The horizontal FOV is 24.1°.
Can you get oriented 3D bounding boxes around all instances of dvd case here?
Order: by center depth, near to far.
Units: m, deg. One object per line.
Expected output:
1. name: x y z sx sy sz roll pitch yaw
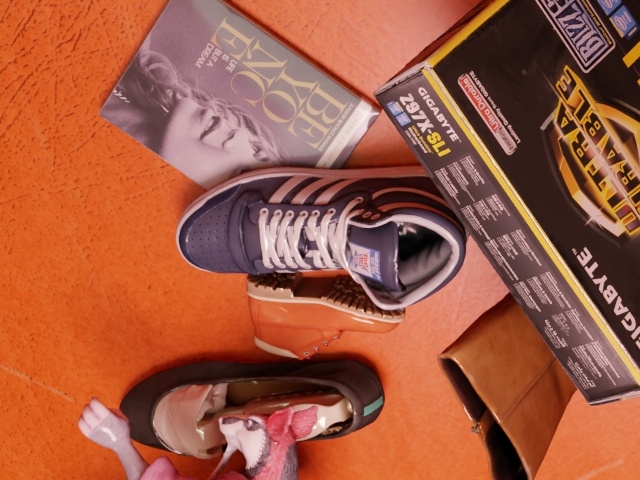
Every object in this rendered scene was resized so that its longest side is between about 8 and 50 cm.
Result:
1. dvd case: -0.078 -0.121 1.415 0.221 0.018 0.164 35 111 -3

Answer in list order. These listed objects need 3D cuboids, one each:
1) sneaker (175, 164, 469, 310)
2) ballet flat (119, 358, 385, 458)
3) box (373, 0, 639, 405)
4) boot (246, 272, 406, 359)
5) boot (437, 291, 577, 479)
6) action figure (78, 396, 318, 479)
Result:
1. sneaker: 0.000 0.000 1.355 0.282 0.153 0.099 -7 113 6
2. ballet flat: -0.078 0.165 1.473 0.280 0.096 0.095 -10 104 14
3. box: 0.225 -0.067 1.253 0.079 0.257 0.322 -24 105 51
4. boot: 0.006 0.079 1.452 0.158 0.059 0.084 8 114 17
5. boot: 0.165 0.034 1.284 0.096 0.280 0.264 -4 116 40
6. action figure: -0.103 0.302 1.336 0.248 0.275 0.370 16 115 -32
